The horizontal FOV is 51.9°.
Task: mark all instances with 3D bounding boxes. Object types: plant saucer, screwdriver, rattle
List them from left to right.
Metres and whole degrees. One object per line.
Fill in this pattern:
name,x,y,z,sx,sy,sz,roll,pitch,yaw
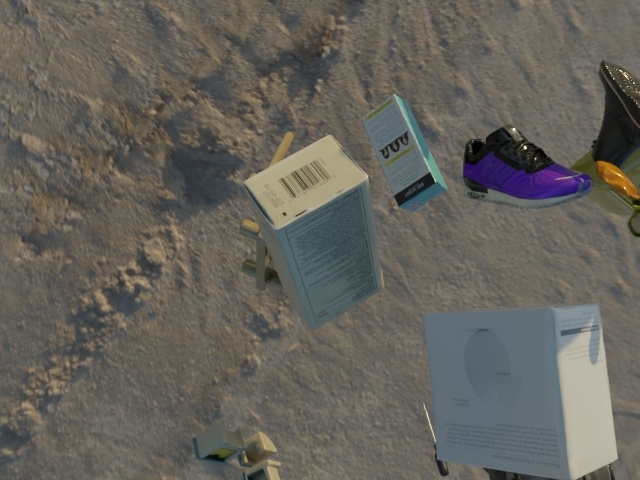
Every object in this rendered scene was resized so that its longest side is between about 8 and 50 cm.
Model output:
screwdriver,0.252,0.442,1.472,0.024,0.169,0.025,-35,144,26
plant saucer,0.771,-0.187,1.518,0.333,0.081,0.333,19,126,-46
rattle,0.511,-0.097,0.935,0.130,0.199,0.142,-3,67,-13

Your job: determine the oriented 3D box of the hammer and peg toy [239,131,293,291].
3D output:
hammer and peg toy,-0.081,-0.066,1.532,0.127,0.361,0.266,22,59,8

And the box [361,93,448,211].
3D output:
box,0.182,-0.193,1.447,0.100,0.244,0.060,-33,153,28

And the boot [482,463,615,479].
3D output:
boot,0.404,0.378,1.307,0.223,0.338,0.118,-20,152,-12

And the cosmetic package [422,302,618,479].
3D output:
cosmetic package,0.286,0.210,0.964,0.138,0.224,0.224,1,82,-41

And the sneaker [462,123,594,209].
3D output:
sneaker,0.371,-0.145,1.239,0.102,0.293,0.146,-18,107,-29

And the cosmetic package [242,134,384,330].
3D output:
cosmetic package,0.000,0.000,1.055,0.160,0.113,0.309,-29,146,-11

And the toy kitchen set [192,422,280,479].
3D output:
toy kitchen set,-0.150,0.459,1.184,0.122,0.207,0.166,-37,142,14

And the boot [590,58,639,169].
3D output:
boot,0.520,-0.222,1.188,0.077,0.197,0.137,12,135,-16
